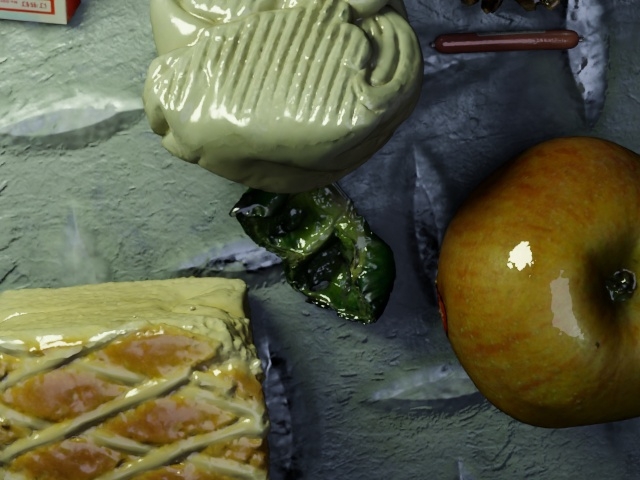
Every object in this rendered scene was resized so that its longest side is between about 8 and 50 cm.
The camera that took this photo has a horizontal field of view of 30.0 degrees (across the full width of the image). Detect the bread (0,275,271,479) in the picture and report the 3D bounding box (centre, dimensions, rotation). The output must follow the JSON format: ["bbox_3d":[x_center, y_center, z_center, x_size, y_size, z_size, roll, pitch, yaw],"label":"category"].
[{"bbox_3d":[-0.262,0.258,1.641,0.390,0.279,0.371,-2,102,-3],"label":"bread"}]

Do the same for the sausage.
[{"bbox_3d":[0.264,-0.281,1.684,0.223,0.029,0.029,-3,104,-4],"label":"sausage"}]

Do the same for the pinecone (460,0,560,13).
[{"bbox_3d":[0.239,-0.386,1.581,0.184,0.179,0.204,4,146,24],"label":"pinecone"}]

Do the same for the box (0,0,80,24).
[{"bbox_3d":[-0.434,-0.350,1.562,0.229,0.050,0.123,3,147,-6],"label":"box"}]

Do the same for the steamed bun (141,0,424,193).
[{"bbox_3d":[-0.037,-0.215,1.548,0.367,0.255,0.342,13,71,18],"label":"steamed bun"}]

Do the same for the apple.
[{"bbox_3d":[0.352,0.067,1.620,0.400,0.333,0.400,-1,105,-5],"label":"apple"}]

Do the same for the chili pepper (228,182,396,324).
[{"bbox_3d":[0.000,0.002,1.696,0.148,0.116,0.264,-46,104,-6],"label":"chili pepper"}]
